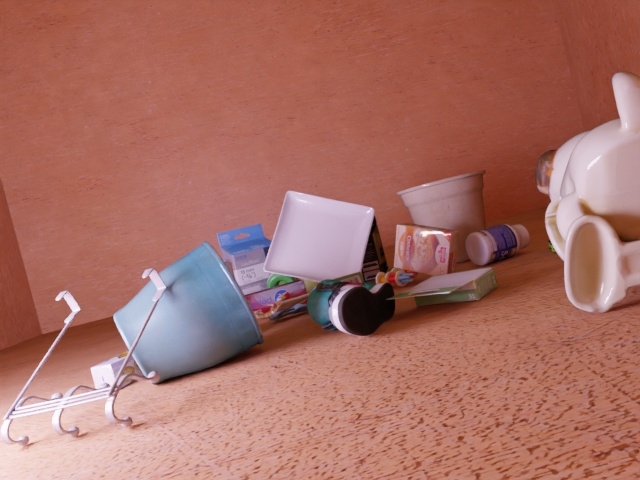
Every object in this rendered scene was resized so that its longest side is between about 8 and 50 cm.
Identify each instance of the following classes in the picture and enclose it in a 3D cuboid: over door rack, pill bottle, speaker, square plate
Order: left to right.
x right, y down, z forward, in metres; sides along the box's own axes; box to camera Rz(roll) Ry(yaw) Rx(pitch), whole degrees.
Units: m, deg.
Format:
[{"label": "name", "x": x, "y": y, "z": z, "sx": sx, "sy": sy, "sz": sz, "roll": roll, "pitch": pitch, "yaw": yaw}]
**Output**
[{"label": "over door rack", "x": -0.426, "y": 0.222, "z": 0.997, "sx": 0.239, "sy": 0.108, "sz": 0.324, "roll": -15, "pitch": 42, "yaw": 13}, {"label": "speaker", "x": -0.158, "y": 0.146, "z": 2.198, "sx": 0.131, "sy": 0.131, "sz": 0.296, "roll": -14, "pitch": 16, "yaw": 2}, {"label": "square plate", "x": 0.000, "y": 0.000, "z": 1.928, "sx": 0.347, "sy": 0.344, "sz": 0.049, "roll": 12, "pitch": -24, "yaw": 7}, {"label": "pill bottle", "x": 0.580, "y": 0.008, "z": 1.696, "sx": 0.186, "sy": 0.112, "sz": 0.112, "roll": -15, "pitch": 2, "yaw": -20}]

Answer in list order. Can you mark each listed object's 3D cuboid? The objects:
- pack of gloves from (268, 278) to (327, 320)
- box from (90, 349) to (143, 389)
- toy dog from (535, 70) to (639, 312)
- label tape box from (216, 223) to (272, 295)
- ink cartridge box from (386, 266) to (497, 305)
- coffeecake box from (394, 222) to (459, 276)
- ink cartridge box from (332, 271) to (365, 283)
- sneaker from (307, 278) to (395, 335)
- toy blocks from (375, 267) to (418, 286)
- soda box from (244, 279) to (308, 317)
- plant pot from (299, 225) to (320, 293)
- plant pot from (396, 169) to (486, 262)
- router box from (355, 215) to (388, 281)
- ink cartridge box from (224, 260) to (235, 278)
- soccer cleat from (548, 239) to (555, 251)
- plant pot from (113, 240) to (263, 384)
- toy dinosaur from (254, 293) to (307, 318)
[{"label": "pack of gloves", "x": -0.046, "y": 0.171, "z": 1.566, "sx": 0.232, "sy": 0.046, "sz": 0.195, "roll": -15, "pitch": -19, "yaw": -25}, {"label": "box", "x": -0.444, "y": 0.299, "z": 1.335, "sx": 0.063, "sy": 0.067, "sz": 0.324, "roll": -13, "pitch": 1, "yaw": 19}, {"label": "toy dog", "x": 0.535, "y": -0.095, "z": 0.974, "sx": 0.284, "sy": 0.395, "sz": 0.408, "roll": -23, "pitch": 7, "yaw": 19}, {"label": "label tape box", "x": -0.304, "y": 0.099, "z": 2.348, "sx": 0.240, "sy": 0.334, "sz": 0.106, "roll": -15, "pitch": 2, "yaw": -36}, {"label": "ink cartridge box", "x": 0.289, "y": 0.123, "z": 1.224, "sx": 0.171, "sy": 0.056, "sz": 0.235, "roll": -13, "pitch": 4, "yaw": 41}, {"label": "coffeecake box", "x": 0.331, "y": 0.028, "z": 1.637, "sx": 0.185, "sy": 0.142, "sz": 0.068, "roll": 11, "pitch": 13, "yaw": 37}, {"label": "ink cartridge box", "x": 0.043, "y": 0.161, "z": 1.461, "sx": 0.109, "sy": 0.062, "sz": 0.209, "roll": -15, "pitch": -18, "yaw": -22}, {"label": "sneaker", "x": 0.041, "y": 0.148, "z": 1.174, "sx": 0.178, "sy": 0.124, "sz": 0.295, "roll": -8, "pitch": -4, "yaw": 26}, {"label": "toy blocks", "x": 0.270, "y": 0.115, "z": 1.694, "sx": 0.123, "sy": 0.054, "sz": 0.148, "roll": -15, "pitch": 2, "yaw": -33}, {"label": "soda box", "x": -0.180, "y": 0.211, "z": 1.813, "sx": 0.263, "sy": 0.083, "sz": 0.092, "roll": -15, "pitch": 1, "yaw": -17}, {"label": "plant pot", "x": -0.008, "y": 0.073, "z": 2.119, "sx": 0.276, "sy": 0.254, "sz": 0.276, "roll": -13, "pitch": 1, "yaw": 0}, {"label": "plant pot", "x": 0.483, "y": -0.074, "z": 1.955, "sx": 0.333, "sy": 0.306, "sz": 0.334, "roll": -14, "pitch": 1, "yaw": 0}, {"label": "router box", "x": 0.203, "y": 0.025, "z": 2.138, "sx": 0.081, "sy": 0.243, "sz": 0.309, "roll": -14, "pitch": 2, "yaw": 11}, {"label": "ink cartridge box", "x": -0.304, "y": 0.181, "z": 1.440, "sx": 0.092, "sy": 0.219, "sz": 0.160, "roll": -13, "pitch": 2, "yaw": 37}, {"label": "soccer cleat", "x": 0.737, "y": -0.001, "z": 1.593, "sx": 0.072, "sy": 0.060, "sz": 0.179, "roll": -15, "pitch": 4, "yaw": 27}, {"label": "plant pot", "x": -0.307, "y": 0.179, "z": 1.174, "sx": 0.255, "sy": 0.272, "sz": 0.271, "roll": -29, "pitch": 6, "yaw": -18}, {"label": "toy dinosaur", "x": -0.111, "y": 0.218, "z": 1.713, "sx": 0.211, "sy": 0.064, "sz": 0.112, "roll": -23, "pitch": 17, "yaw": 17}]
